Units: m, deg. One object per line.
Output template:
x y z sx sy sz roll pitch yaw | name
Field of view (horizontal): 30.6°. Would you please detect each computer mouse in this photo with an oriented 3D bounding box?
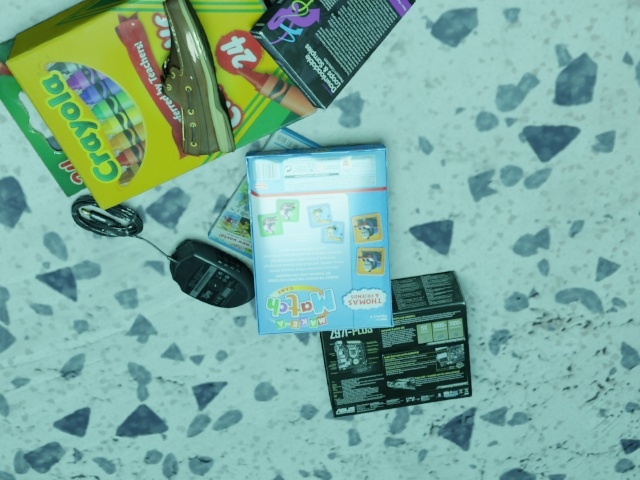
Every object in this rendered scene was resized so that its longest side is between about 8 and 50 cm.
-0.182 0.008 1.389 0.242 0.041 0.071 31 130 -16 | computer mouse

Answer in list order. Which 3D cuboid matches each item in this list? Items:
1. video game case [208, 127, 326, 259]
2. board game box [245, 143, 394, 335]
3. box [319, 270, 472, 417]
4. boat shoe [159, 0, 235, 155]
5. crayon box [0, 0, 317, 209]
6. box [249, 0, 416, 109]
-0.041 -0.044 1.380 0.119 0.015 0.166 26 114 -20 | video game case
0.000 0.000 1.345 0.160 0.039 0.212 -3 103 -2 | board game box
0.091 0.130 1.459 0.180 0.077 0.147 -9 120 -1 | box
-0.133 -0.161 1.179 0.060 0.064 0.178 -14 123 0 | boat shoe
-0.187 -0.167 1.255 0.318 0.081 0.202 -24 120 9 | crayon box
0.014 -0.234 1.216 0.162 0.029 0.116 -52 123 -14 | box
